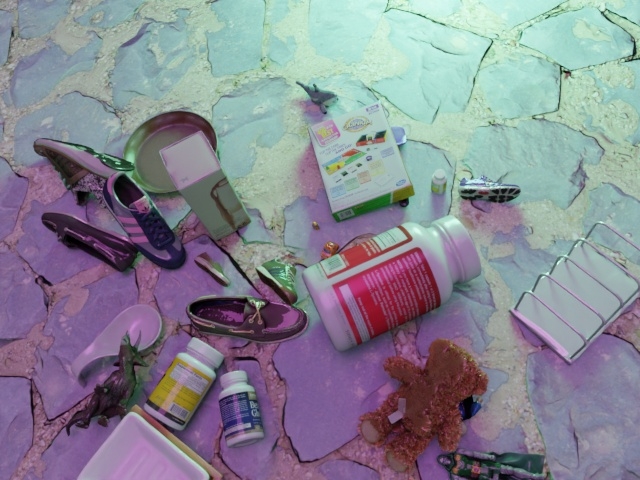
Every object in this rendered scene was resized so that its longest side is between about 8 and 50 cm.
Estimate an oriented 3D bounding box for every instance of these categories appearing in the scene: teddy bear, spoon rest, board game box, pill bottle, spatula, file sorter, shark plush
[{"bbox_3d":[0.236,0.384,1.322,0.245,0.113,0.338,24,89,33],"label":"teddy bear"},{"bbox_3d":[-0.551,0.280,1.519,0.276,0.084,0.137,-39,66,-10],"label":"spoon rest"},{"bbox_3d":[0.114,-0.236,1.658,0.242,0.064,0.316,-19,63,9],"label":"board game box"},{"bbox_3d":[0.178,0.096,1.418,0.408,0.229,0.229,-24,64,-3],"label":"pill bottle"},{"bbox_3d":[0.336,-0.167,1.601,0.043,0.083,0.043,-3,64,6],"label":"pill bottle"},{"bbox_3d":[-0.201,0.415,1.396,0.094,0.094,0.169,-17,64,0],"label":"pill bottle"},{"bbox_3d":[-0.340,0.360,1.429,0.119,0.119,0.208,25,70,19],"label":"pill bottle"},{"bbox_3d":[0.228,-0.225,1.673,0.084,0.030,0.296,-10,64,8],"label":"spatula"},{"bbox_3d":[0.637,0.121,1.370,0.278,0.173,0.193,-40,65,-11],"label":"file sorter"},{"bbox_3d":[-0.006,-0.481,1.810,0.073,0.067,0.161,-40,66,-11],"label":"shark plush"}]

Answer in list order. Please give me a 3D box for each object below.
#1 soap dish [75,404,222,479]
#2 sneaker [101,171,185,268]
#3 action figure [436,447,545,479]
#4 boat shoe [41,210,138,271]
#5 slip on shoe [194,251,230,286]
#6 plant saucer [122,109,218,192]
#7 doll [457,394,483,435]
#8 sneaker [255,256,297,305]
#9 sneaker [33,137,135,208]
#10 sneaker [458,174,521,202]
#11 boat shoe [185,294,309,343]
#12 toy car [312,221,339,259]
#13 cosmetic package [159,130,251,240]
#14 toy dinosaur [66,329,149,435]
[{"bbox_3d":[-0.403,0.571,1.338,0.291,0.118,0.229,30,73,20],"label":"soap dish"},{"bbox_3d":[-0.495,-0.056,1.591,0.319,0.131,0.112,47,57,-3],"label":"sneaker"},{"bbox_3d":[0.379,0.527,1.279,0.232,0.063,0.137,9,69,16],"label":"action figure"},{"bbox_3d":[-0.694,0.000,1.659,0.335,0.112,0.095,18,64,12],"label":"boat shoe"},{"bbox_3d":[-0.299,0.080,1.599,0.135,0.051,0.041,32,61,27],"label":"slip on shoe"},{"bbox_3d":[-0.470,-0.275,1.792,0.311,0.050,0.310,-4,65,8],"label":"plant saucer"},{"bbox_3d":[0.325,0.374,1.365,0.129,0.046,0.189,-5,69,9],"label":"doll"},{"bbox_3d":[-0.098,0.099,1.523,0.086,0.064,0.192,-32,37,-19],"label":"sneaker"},{"bbox_3d":[-0.762,-0.204,1.754,0.410,0.158,0.182,20,97,30],"label":"sneaker"},{"bbox_3d":[0.475,-0.154,1.586,0.170,0.068,0.071,7,60,12],"label":"sneaker"},{"bbox_3d":[-0.194,0.201,1.495,0.324,0.096,0.116,2,64,10],"label":"boat shoe"},{"bbox_3d":[0.000,0.000,1.594,0.060,0.040,0.122,-41,66,-11],"label":"toy car"},{"bbox_3d":[-0.310,-0.143,1.565,0.129,0.296,0.153,-28,64,-4],"label":"cosmetic package"},{"bbox_3d":[-0.529,0.394,1.435,0.121,0.160,0.313,32,107,-3],"label":"toy dinosaur"}]
